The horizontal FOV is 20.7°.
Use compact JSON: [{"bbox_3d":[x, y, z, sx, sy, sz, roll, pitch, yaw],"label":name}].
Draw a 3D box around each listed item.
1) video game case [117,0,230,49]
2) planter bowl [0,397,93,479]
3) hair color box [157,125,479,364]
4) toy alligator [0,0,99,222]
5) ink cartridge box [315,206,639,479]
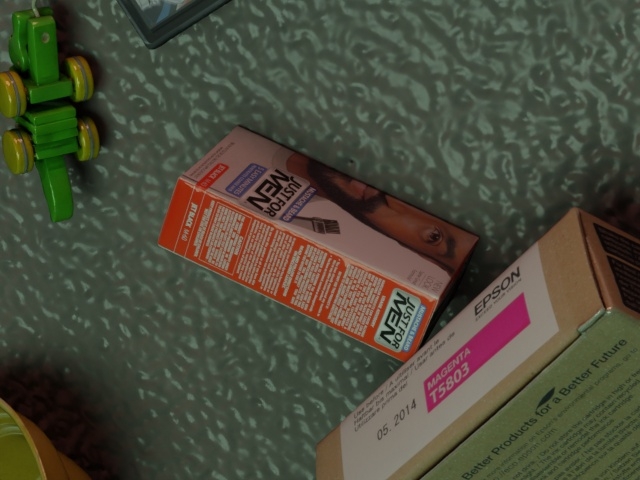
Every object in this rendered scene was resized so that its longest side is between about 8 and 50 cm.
[{"bbox_3d":[-0.059,-0.276,0.975,0.275,0.035,0.248,-28,101,28],"label":"video game case"},{"bbox_3d":[-0.204,0.209,1.190,0.217,0.090,0.217,-7,80,48],"label":"planter bowl"},{"bbox_3d":[0.000,0.000,1.040,0.167,0.093,0.053,26,120,8],"label":"hair color box"},{"bbox_3d":[-0.177,-0.105,1.089,0.051,0.056,0.189,31,131,54],"label":"toy alligator"},{"bbox_3d":[0.142,0.114,0.993,0.193,0.088,0.235,27,124,-28],"label":"ink cartridge box"}]
